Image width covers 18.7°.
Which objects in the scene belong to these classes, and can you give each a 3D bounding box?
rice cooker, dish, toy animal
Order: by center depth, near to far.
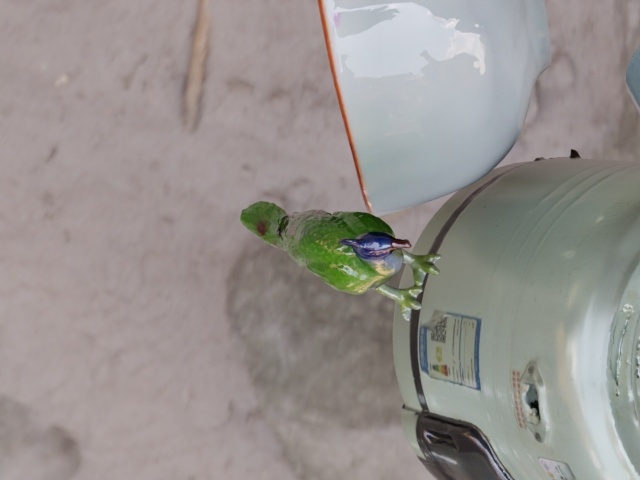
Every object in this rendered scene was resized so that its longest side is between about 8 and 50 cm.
[{"bbox_3d":[0.015,0.007,0.998,0.075,0.217,0.041,24,88,-16],"label":"toy animal"},{"bbox_3d":[0.059,-0.148,1.073,0.117,0.256,0.256,-10,116,3],"label":"dish"},{"bbox_3d":[0.169,0.063,1.133,0.226,0.244,0.226,-4,97,-33],"label":"rice cooker"}]

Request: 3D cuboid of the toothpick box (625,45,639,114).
[{"bbox_3d":[0.182,-0.059,0.932,0.052,0.083,0.052,-7,129,-8],"label":"toothpick box"}]
